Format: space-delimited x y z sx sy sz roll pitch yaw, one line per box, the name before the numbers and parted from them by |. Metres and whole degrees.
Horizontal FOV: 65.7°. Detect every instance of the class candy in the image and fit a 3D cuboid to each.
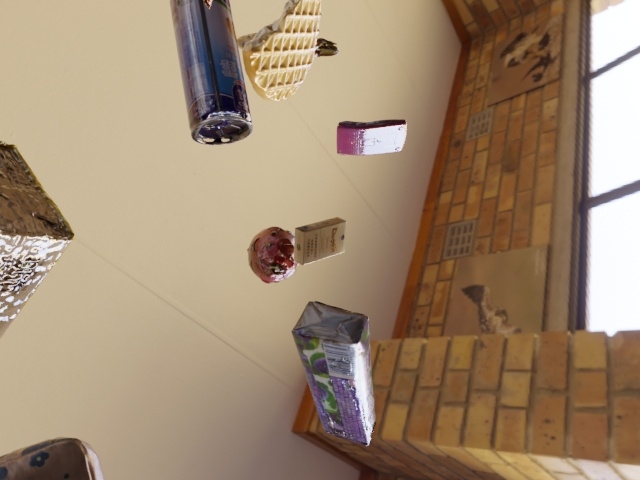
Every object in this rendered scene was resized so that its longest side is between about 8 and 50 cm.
candy | 0.029 0.199 0.710 0.312 0.088 0.061 81 -154 -46

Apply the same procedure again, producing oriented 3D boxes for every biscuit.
biscuit | -0.061 -0.407 1.044 0.204 0.040 0.309 84 -151 -56

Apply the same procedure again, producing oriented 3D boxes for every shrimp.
shrimp | -0.085 -0.504 1.281 0.145 0.267 0.061 -96 14 -64

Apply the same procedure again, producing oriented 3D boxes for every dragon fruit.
dragon fruit | -0.074 0.017 0.867 0.190 0.094 0.094 -50 -59 -76

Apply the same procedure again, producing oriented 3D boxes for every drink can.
drink can | -0.168 -0.271 0.752 0.097 0.097 0.235 -1 -106 -46

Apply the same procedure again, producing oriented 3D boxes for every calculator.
calculator | 0.139 -0.280 1.358 0.126 0.191 0.034 86 -178 -59

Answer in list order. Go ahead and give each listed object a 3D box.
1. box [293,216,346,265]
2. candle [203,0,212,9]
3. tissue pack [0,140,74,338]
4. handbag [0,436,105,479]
box | 0.000 0.000 0.724 0.083 0.024 0.053 -16 -60 -40
candle | 0.010 -0.341 0.509 0.051 0.329 0.048 56 -173 -30
tissue pack | -0.292 0.012 0.403 0.120 0.169 0.082 48 -162 19
handbag | -0.362 0.398 0.642 0.190 0.193 0.251 -16 -104 -24
